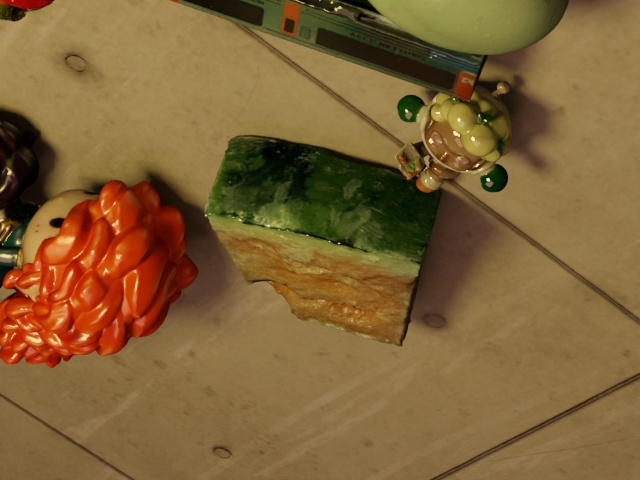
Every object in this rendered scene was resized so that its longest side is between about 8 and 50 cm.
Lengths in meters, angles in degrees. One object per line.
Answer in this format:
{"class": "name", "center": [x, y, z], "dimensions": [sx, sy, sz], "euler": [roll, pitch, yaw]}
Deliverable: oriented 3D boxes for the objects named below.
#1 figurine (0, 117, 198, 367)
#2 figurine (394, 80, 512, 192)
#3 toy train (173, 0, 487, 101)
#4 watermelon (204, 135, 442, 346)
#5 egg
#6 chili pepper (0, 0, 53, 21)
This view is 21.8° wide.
{"class": "figurine", "center": [-0.364, -0.006, 2.096], "dimensions": [0.412, 0.241, 0.306], "euler": [37, 120, 12]}
{"class": "figurine", "center": [0.140, -0.103, 1.792], "dimensions": [0.147, 0.093, 0.197], "euler": [39, 142, -2]}
{"class": "toy train", "center": [-0.021, -0.251, 1.706], "dimensions": [0.409, 0.086, 0.089], "euler": [19, 144, 6]}
{"class": "watermelon", "center": [0.004, -0.016, 1.946], "dimensions": [0.264, 0.151, 0.302], "euler": [14, 159, 8]}
{"class": "egg", "center": [0.128, -0.265, 1.545], "dimensions": [0.231, 0.168, 0.168], "euler": [28, 142, -11]}
{"class": "chili pepper", "center": [-0.305, -0.344, 1.728], "dimensions": [0.110, 0.110, 0.387], "euler": [25, 139, -1]}
